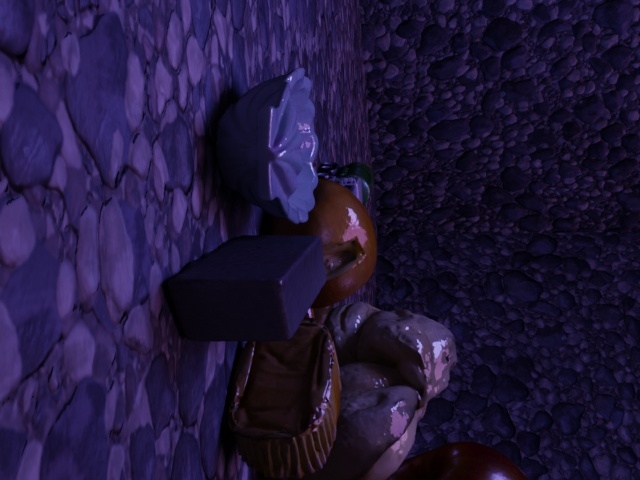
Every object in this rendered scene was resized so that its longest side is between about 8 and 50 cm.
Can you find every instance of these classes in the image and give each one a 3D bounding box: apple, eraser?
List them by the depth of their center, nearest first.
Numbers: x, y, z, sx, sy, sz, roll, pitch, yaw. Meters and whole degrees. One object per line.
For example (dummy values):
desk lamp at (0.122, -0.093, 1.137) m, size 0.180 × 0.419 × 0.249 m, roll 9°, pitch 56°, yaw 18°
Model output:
eraser at (-0.067, 0.047, 0.884) m, size 0.352 × 0.111 × 0.077 m, roll -47°, pitch 138°, yaw -80°
apple at (0.210, 0.459, 1.179) m, size 0.317 × 0.288 × 0.288 m, roll 51°, pitch 12°, yaw -4°
apple at (0.000, 0.000, 1.206) m, size 0.199 × 0.199 × 0.199 m, roll -1°, pitch 90°, yaw -82°

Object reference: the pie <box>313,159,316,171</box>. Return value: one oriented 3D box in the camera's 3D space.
pie at (-0.030, -0.116, 1.476) m, size 0.154 × 0.036 × 0.155 m, roll -1°, pitch 90°, yaw -84°

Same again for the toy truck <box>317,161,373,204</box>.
toy truck at (0.055, -0.117, 1.786) m, size 0.242 × 0.124 × 0.101 m, roll -65°, pitch 154°, yaw -71°

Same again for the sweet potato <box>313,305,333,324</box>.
sweet potato at (-0.003, 0.111, 1.506) m, size 0.077 × 0.077 × 0.244 m, roll 60°, pitch 29°, yaw -75°

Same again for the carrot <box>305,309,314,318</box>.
carrot at (-0.031, 0.071, 1.445) m, size 0.037 × 0.037 × 0.190 m, roll 52°, pitch 37°, yaw -78°

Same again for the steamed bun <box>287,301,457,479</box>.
steamed bun at (0.053, 0.237, 1.236) m, size 0.372 × 0.230 × 0.325 m, roll -47°, pitch 176°, yaw -34°

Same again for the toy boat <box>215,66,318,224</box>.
toy boat at (-0.062, -0.117, 0.989) m, size 0.290 × 0.100 × 0.200 m, roll -50°, pitch 138°, yaw -80°

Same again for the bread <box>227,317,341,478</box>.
bread at (-0.041, 0.198, 0.984) m, size 0.191 × 0.132 × 0.114 m, roll -76°, pitch 163°, yaw -50°
